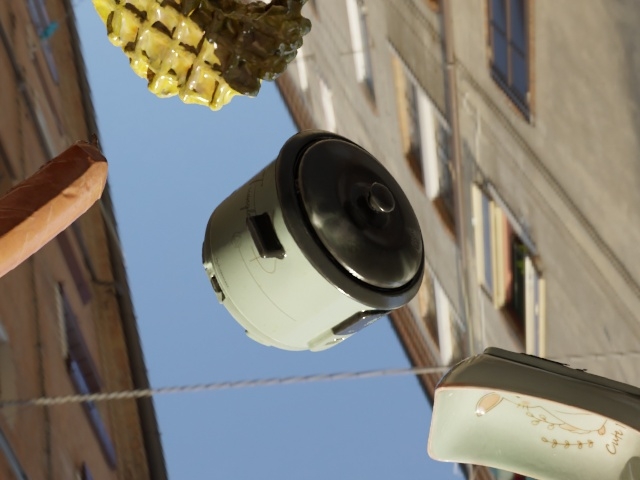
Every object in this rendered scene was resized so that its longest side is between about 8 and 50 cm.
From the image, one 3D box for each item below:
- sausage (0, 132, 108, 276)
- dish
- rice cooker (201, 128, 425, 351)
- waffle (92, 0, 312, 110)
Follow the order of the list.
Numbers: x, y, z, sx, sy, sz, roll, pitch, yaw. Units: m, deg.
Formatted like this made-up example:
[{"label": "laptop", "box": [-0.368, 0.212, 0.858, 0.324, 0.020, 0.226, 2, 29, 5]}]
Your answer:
[{"label": "sausage", "box": [-0.260, -0.035, 0.938, 0.065, 0.065, 0.169, 22, -130, 32]}, {"label": "dish", "box": [0.213, 0.168, 0.935, 0.212, 0.151, 0.077, 14, -126, 12]}, {"label": "rice cooker", "box": [0.000, 0.000, 1.232, 0.280, 0.227, 0.241, -3, -115, -49]}, {"label": "waffle", "box": [-0.178, -0.344, 1.435, 0.261, 0.324, 0.151, -38, -173, 22]}]
